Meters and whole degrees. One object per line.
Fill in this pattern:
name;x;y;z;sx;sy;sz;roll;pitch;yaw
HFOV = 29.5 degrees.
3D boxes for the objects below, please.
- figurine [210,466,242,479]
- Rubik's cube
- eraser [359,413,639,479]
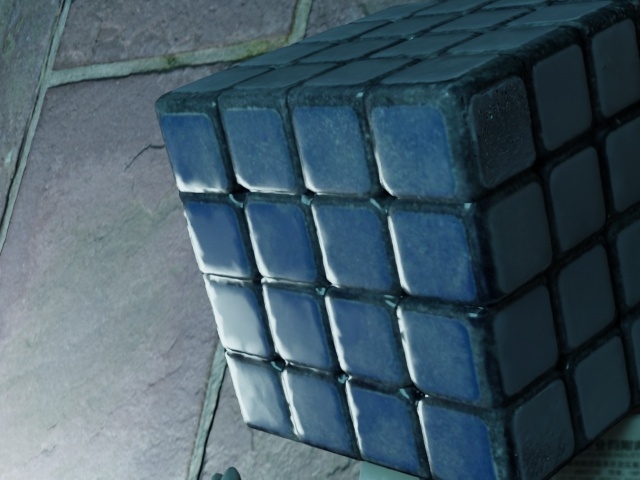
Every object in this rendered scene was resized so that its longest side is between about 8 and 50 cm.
figurine;-0.096;0.451;1.304;0.248;0.203;0.381;-40;60;37
Rubik's cube;0.116;-0.021;1.070;0.344;0.343;0.337;6;116;44
eraser;0.231;0.208;1.050;0.404;0.096;0.098;-5;64;31
